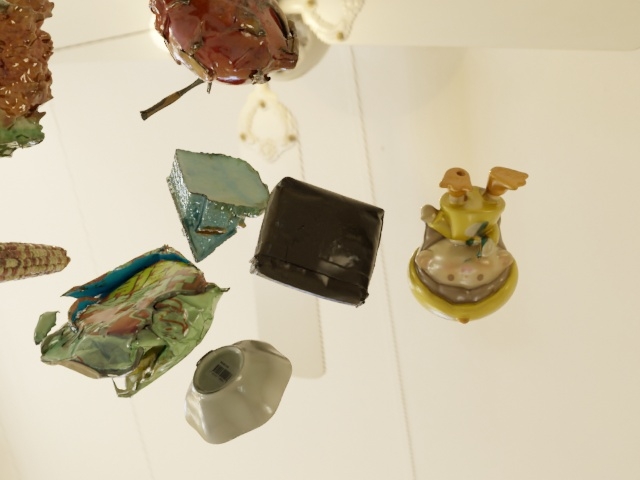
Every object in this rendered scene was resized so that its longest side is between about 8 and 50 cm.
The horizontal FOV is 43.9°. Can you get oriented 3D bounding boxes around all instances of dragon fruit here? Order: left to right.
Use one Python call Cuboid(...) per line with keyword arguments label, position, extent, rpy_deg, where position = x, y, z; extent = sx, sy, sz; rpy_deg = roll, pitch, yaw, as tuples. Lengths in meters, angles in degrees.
Cuboid(label="dragon fruit", position=(-0.201, -0.442, 1.666), extent=(0.250, 0.315, 0.250), rpy_deg=(178, -90, -67))

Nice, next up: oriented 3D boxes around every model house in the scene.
Cuboid(label="model house", position=(-0.282, -0.068, 2.070), extent=(0.241, 0.226, 0.261), rpy_deg=(-66, -150, 28))

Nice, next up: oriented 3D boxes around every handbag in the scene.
Cuboid(label="handbag", position=(0.000, 0.000, 1.575), extent=(0.247, 0.222, 0.080), rpy_deg=(19, -29, -9))

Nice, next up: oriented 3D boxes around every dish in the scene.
Cuboid(label="dish", position=(-0.141, 0.214, 1.221), extent=(0.191, 0.190, 0.066), rpy_deg=(4, -40, 41))

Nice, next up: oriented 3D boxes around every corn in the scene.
Cuboid(label="corn", position=(-0.556, 0.040, 1.445), extent=(0.080, 0.237, 0.079), rpy_deg=(1, -89, 31))

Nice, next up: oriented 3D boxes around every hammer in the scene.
Cuboid(label="hammer", position=(-0.352, -0.351, 1.943), extent=(0.021, 0.201, 0.078), rpy_deg=(55, -3, 45))

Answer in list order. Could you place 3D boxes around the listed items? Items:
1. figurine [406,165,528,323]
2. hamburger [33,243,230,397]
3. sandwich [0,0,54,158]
Cuboid(label="figurine", position=(0.281, 0.010, 1.500), extent=(0.215, 0.187, 0.343), rpy_deg=(9, -46, 5))
Cuboid(label="hamburger", position=(-0.272, 0.137, 1.186), extent=(0.261, 0.276, 0.150), rpy_deg=(10, -53, 39))
Cuboid(label="sandwich", position=(-0.312, -0.132, 0.642), extent=(0.185, 0.109, 0.159), rpy_deg=(4, -92, 29))
